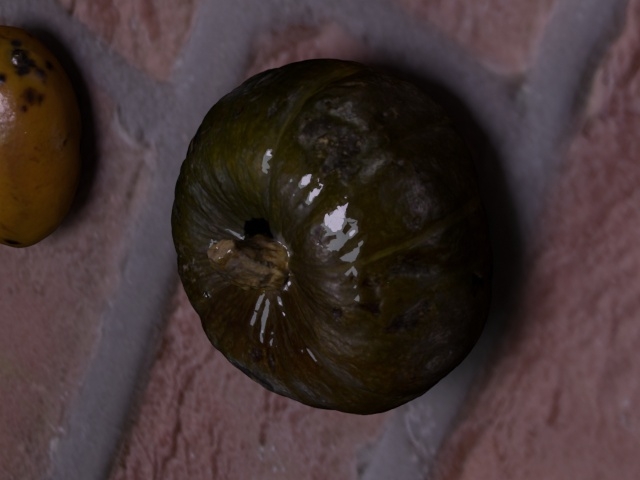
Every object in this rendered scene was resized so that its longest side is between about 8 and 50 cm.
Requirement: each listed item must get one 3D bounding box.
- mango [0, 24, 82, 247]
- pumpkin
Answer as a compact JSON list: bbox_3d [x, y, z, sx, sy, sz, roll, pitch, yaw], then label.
[{"bbox_3d":[-0.220,-0.068,1.241,0.115,0.090,0.178,33,132,40],"label":"mango"},{"bbox_3d":[0.000,0.000,1.020,0.219,0.162,0.219,19,118,40],"label":"pumpkin"}]
